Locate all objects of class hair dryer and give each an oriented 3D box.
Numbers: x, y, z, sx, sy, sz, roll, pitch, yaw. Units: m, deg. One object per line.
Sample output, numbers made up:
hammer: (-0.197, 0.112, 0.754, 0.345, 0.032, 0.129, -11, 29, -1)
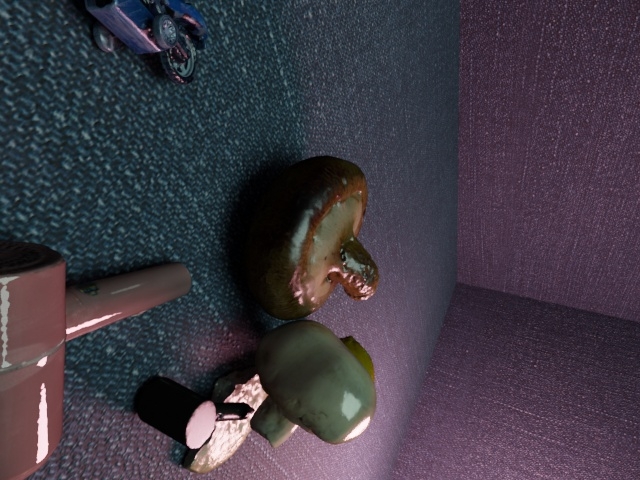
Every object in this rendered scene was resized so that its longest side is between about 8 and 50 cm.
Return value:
hair dryer: (-0.191, 0.287, 0.703, 0.248, 0.114, 0.071, 41, 66, -63)
hair dryer: (-0.271, 0.101, 0.488, 0.352, 0.125, 0.211, -18, 117, -67)

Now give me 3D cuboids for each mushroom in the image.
mushroom: (-0.023, -0.006, 0.820, 0.345, 0.238, 0.346, -8, 90, -72)
mushroom: (-0.030, 0.287, 0.771, 0.254, 0.260, 0.234, 45, 85, -13)

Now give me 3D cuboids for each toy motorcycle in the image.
toy motorcycle: (-0.211, -0.291, 0.468, 0.254, 0.092, 0.136, 37, 58, -70)

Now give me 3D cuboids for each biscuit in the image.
biscuit: (-0.175, 0.349, 0.830, 0.265, 0.040, 0.188, -47, 140, -45)

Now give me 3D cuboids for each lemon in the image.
lemon: (0.040, 0.323, 0.964, 0.178, 0.178, 0.203, 41, 64, -59)
